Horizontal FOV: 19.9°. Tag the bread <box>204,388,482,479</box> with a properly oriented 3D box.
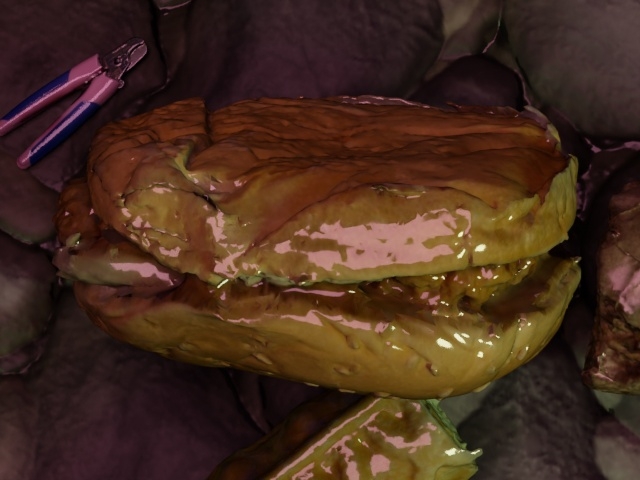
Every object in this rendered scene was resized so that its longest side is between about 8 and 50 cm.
[{"bbox_3d":[-0.034,0.169,1.065,0.269,0.087,0.098,-37,79,2],"label":"bread"}]

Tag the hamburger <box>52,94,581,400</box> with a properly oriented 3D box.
[{"bbox_3d":[0.001,0.000,1.008,0.283,0.259,0.144,11,110,16],"label":"hamburger"}]

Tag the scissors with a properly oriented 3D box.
[{"bbox_3d":[-0.158,-0.093,1.175,0.113,0.012,0.039,-37,76,1],"label":"scissors"}]

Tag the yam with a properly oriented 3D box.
[{"bbox_3d":[0.267,0.028,1.023,0.238,0.129,0.128,1,79,13],"label":"yam"}]
